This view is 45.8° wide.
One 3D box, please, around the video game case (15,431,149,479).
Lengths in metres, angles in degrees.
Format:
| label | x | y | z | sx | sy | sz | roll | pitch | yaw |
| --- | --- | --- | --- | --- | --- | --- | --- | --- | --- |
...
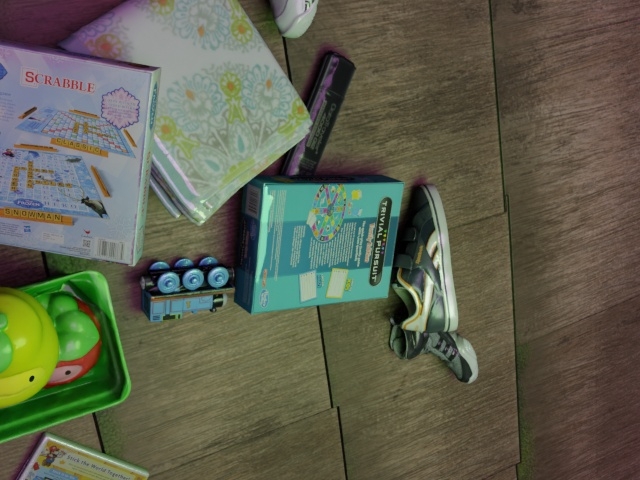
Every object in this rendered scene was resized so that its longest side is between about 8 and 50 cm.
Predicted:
| label | x | y | z | sx | sy | sz | roll | pitch | yaw |
| --- | --- | --- | --- | --- | --- | --- | --- | --- | --- |
| video game case | -0.475 | 0.494 | 1.441 | 0.227 | 0.026 | 0.206 | 32 | 86 | -29 |

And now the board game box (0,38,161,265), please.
| label | x | y | z | sx | sy | sz | roll | pitch | yaw |
| --- | --- | --- | --- | --- | --- | --- | --- | --- | --- |
| board game box | -0.427 | -0.140 | 1.194 | 0.318 | 0.066 | 0.318 | 10 | 108 | -3 |

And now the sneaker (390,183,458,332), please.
| label | x | y | z | sx | sy | sz | roll | pitch | yaw |
| --- | --- | --- | --- | --- | --- | --- | --- | --- | --- |
| sneaker | 0.209 | 0.038 | 1.616 | 0.127 | 0.126 | 0.321 | -6 | 80 | -3 |

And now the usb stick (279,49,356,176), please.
| label | x | y | z | sx | sy | sz | roll | pitch | yaw |
| --- | --- | --- | --- | --- | --- | --- | --- | --- | --- |
| usb stick | -0.006 | -0.237 | 1.506 | 0.077 | 0.045 | 0.278 | 20 | 92 | -37 |

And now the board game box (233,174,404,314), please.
| label | x | y | z | sx | sy | sz | roll | pitch | yaw |
| --- | --- | --- | --- | --- | --- | --- | --- | --- | --- |
| board game box | 0.000 | 0.000 | 1.512 | 0.336 | 0.079 | 0.254 | -3 | 108 | -35 |

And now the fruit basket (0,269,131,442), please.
| label | x | y | z | sx | sy | sz | roll | pitch | yaw |
| --- | --- | --- | --- | --- | --- | --- | --- | --- | --- |
| fruit basket | -0.488 | 0.187 | 1.169 | 0.392 | 0.392 | 0.283 | -16 | 108 | -24 |

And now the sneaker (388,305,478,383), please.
| label | x | y | z | sx | sy | sz | roll | pitch | yaw |
| --- | --- | --- | --- | --- | --- | --- | --- | --- | --- |
| sneaker | 0.248 | 0.242 | 1.722 | 0.153 | 0.101 | 0.269 | -34 | 109 | -16 |

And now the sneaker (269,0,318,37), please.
| label | x | y | z | sx | sy | sz | roll | pitch | yaw |
| --- | --- | --- | --- | --- | --- | --- | --- | --- | --- |
| sneaker | -0.119 | -0.543 | 1.328 | 0.210 | 0.137 | 0.366 | -6 | 99 | -26 |

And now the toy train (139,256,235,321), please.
| label | x | y | z | sx | sy | sz | roll | pitch | yaw |
| --- | --- | --- | --- | --- | --- | --- | --- | --- | --- |
| toy train | -0.252 | 0.093 | 1.438 | 0.184 | 0.080 | 0.105 | -5 | 113 | -29 |

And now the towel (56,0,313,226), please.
| label | x | y | z | sx | sy | sz | roll | pitch | yaw |
| --- | --- | --- | --- | --- | --- | --- | --- | --- | --- |
| towel | -0.218 | -0.257 | 1.321 | 0.320 | 0.090 | 0.374 | -42 | 108 | -27 |
